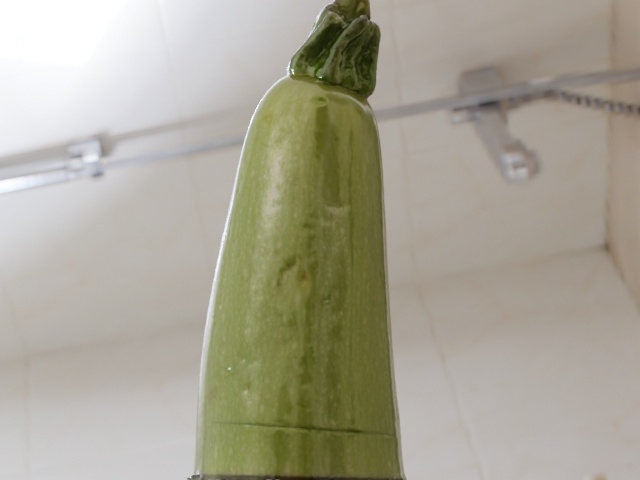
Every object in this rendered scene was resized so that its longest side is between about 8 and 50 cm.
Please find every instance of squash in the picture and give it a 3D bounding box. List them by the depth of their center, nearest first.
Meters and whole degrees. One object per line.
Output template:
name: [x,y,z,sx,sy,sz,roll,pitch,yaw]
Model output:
squash: [0.000,0.000,0.608,0.094,0.094,0.224,106,170,-83]
